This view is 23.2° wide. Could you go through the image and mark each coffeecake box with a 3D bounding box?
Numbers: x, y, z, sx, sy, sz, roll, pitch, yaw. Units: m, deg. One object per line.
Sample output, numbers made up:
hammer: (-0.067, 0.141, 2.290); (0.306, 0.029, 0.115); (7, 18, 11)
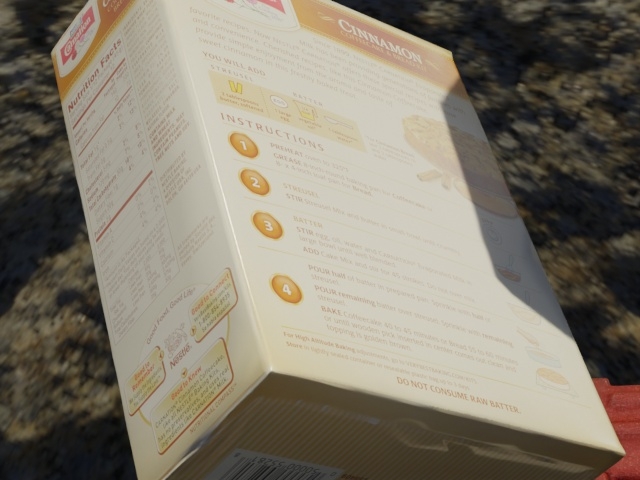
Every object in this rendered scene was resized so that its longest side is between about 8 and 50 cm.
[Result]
coffeecake box: (0.000, 0.000, 0.511); (0.142, 0.185, 0.068); (17, 131, -36)

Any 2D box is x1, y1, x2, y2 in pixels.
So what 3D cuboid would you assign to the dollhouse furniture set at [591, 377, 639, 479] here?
dollhouse furniture set: (0.354, 0.199, 0.952); (0.374, 0.152, 0.201); (-2, 136, 16)
